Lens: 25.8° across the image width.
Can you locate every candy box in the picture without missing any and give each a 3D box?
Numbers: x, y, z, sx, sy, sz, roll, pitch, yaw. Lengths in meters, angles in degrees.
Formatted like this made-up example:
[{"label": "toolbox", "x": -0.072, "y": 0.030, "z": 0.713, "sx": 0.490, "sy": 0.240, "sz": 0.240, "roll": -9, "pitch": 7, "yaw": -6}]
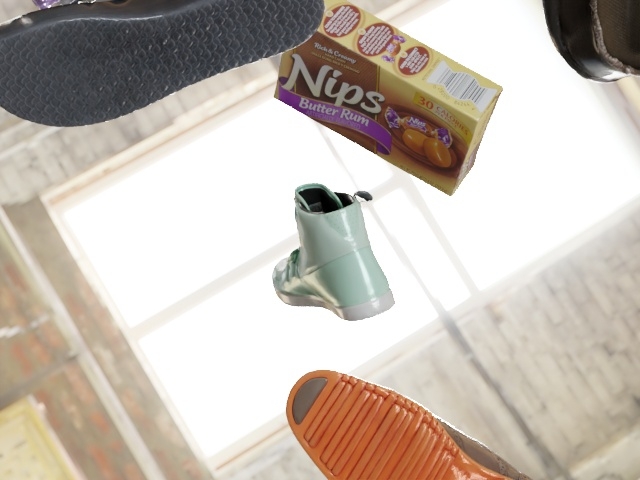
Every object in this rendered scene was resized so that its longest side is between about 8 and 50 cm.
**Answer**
[{"label": "candy box", "x": 0.055, "y": -0.128, "z": 1.199, "sx": 0.187, "sy": 0.053, "sz": 0.109, "roll": 30, "pitch": -34, "yaw": 10}]

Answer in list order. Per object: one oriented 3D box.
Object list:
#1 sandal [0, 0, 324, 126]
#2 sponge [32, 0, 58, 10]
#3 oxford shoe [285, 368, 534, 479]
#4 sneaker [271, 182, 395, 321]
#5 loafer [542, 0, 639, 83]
[{"label": "sandal", "x": -0.124, "y": -0.148, "z": 1.010, "sx": 0.097, "sy": 0.254, "sz": 0.054, "roll": 84, "pitch": -12, "yaw": -45}, {"label": "sponge", "x": -0.228, "y": -0.281, "z": 1.037, "sx": 0.210, "sy": 0.117, "sz": 0.031, "roll": 48, "pitch": -19, "yaw": 7}, {"label": "oxford shoe", "x": 0.117, "y": 0.256, "z": 1.551, "sx": 0.364, "sy": 0.130, "sz": 0.133, "roll": 35, "pitch": 5, "yaw": -6}, {"label": "sneaker", "x": 0.001, "y": 0.000, "z": 1.615, "sx": 0.256, "sy": 0.094, "sz": 0.151, "roll": 10, "pitch": -62, "yaw": 66}, {"label": "loafer", "x": 0.160, "y": -0.155, "z": 0.540, "sx": 0.078, "sy": 0.080, "sz": 0.220, "roll": 47, "pitch": -59, "yaw": 46}]
